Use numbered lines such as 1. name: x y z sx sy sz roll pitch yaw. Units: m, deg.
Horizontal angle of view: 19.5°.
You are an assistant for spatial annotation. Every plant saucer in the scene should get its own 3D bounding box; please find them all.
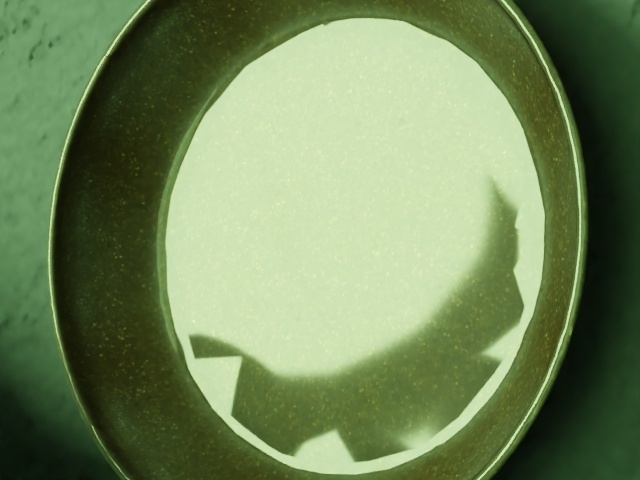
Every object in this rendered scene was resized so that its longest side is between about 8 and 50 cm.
1. plant saucer: 0.000 0.000 0.577 0.198 0.036 0.199 -5 82 34

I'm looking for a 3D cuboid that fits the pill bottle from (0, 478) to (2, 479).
1. pill bottle: -0.170 0.162 0.563 0.392 0.224 0.224 44 109 29
